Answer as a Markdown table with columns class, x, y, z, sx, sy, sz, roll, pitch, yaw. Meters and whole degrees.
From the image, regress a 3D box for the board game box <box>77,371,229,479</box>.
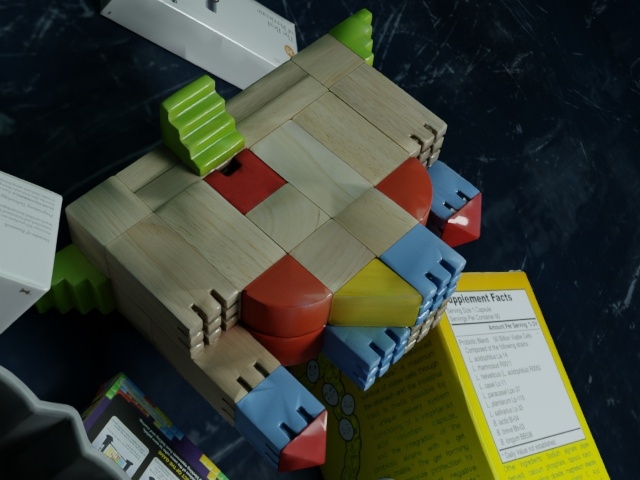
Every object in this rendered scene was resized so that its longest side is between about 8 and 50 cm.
| class | x | y | z | sx | sy | sz | roll | pitch | yaw |
| --- | --- | --- | --- | --- | --- | --- | --- | --- | --- |
| board game box | -0.139 | 0.209 | 0.694 | 0.170 | 0.048 | 0.141 | 49 | 39 | -11 |

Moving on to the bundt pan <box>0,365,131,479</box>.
| class | x | y | z | sx | sy | sz | roll | pitch | yaw |
| --- | --- | --- | --- | --- | --- | --- | --- | --- | --- |
| bundt pan | -0.248 | 0.225 | 0.481 | 0.331 | 0.124 | 0.331 | 25 | 49 | -33 |

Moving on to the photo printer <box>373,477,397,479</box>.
| class | x | y | z | sx | sy | sz | roll | pitch | yaw |
| --- | --- | --- | --- | --- | --- | --- | --- | --- | --- |
| photo printer | 0.071 | 0.319 | 0.632 | 0.307 | 0.107 | 0.256 | 27 | 46 | 28 |

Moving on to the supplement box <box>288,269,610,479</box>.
| class | x | y | z | sx | sy | sz | roll | pitch | yaw |
| --- | --- | --- | --- | --- | --- | --- | --- | --- | --- |
| supplement box | 0.138 | 0.225 | 0.877 | 0.194 | 0.195 | 0.357 | 3 | 62 | -48 |

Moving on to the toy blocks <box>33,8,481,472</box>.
| class | x | y | z | sx | sy | sz | roll | pitch | yaw |
| --- | --- | --- | --- | --- | --- | --- | --- | --- | --- |
| toy blocks | -0.005 | 0.001 | 0.746 | 0.261 | 0.191 | 0.381 | 41 | 62 | 20 |

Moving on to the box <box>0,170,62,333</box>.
| class | x | y | z | sx | sy | sz | roll | pitch | yaw |
| --- | --- | --- | --- | --- | --- | --- | --- | --- | --- |
| box | -0.258 | 0.007 | 0.664 | 0.102 | 0.101 | 0.087 | 23 | 48 | -35 |

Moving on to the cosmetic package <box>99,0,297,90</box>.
| class | x | y | z | sx | sy | sz | roll | pitch | yaw |
| --- | --- | --- | --- | --- | --- | --- | --- | --- | --- |
| cosmetic package | -0.131 | -0.252 | 1.042 | 0.239 | 0.060 | 0.099 | 23 | 49 | -37 |
